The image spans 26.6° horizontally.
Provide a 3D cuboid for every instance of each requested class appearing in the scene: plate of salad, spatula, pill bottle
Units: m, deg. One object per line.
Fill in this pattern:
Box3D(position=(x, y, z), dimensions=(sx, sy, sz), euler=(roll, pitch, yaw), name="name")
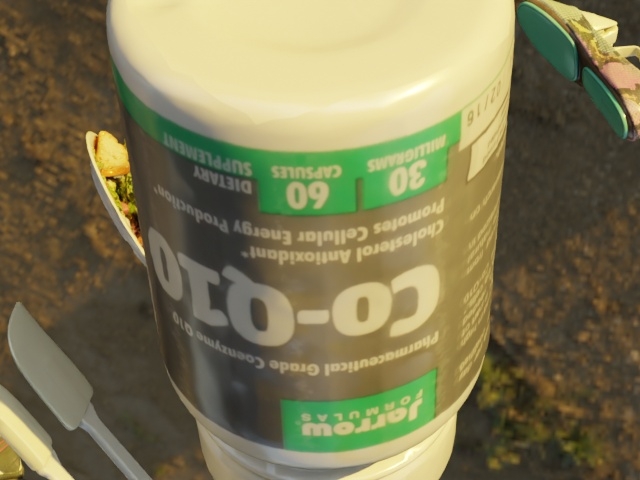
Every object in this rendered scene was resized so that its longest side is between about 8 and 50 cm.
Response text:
Box3D(position=(-0.197, -0.038, 1.490), dimensions=(0.048, 0.200, 0.200), euler=(-30, 126, 3), name="plate of salad")
Box3D(position=(-0.153, 0.177, 0.873), dimensions=(0.019, 0.168, 0.242), euler=(-24, 116, 22), name="spatula")
Box3D(position=(0.000, 0.000, 0.777), dimensions=(0.204, 0.204, 0.361), euler=(8, 137, 11), name="pill bottle")

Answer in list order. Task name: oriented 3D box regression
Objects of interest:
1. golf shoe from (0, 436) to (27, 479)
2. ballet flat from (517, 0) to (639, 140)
Box3D(position=(-0.454, 0.274, 1.550), dimensions=(0.105, 0.120, 0.273), euler=(-16, 173, 28), name="golf shoe")
Box3D(position=(0.298, -0.193, 1.437), dimensions=(0.079, 0.221, 0.077), euler=(-26, 143, -10), name="ballet flat")
